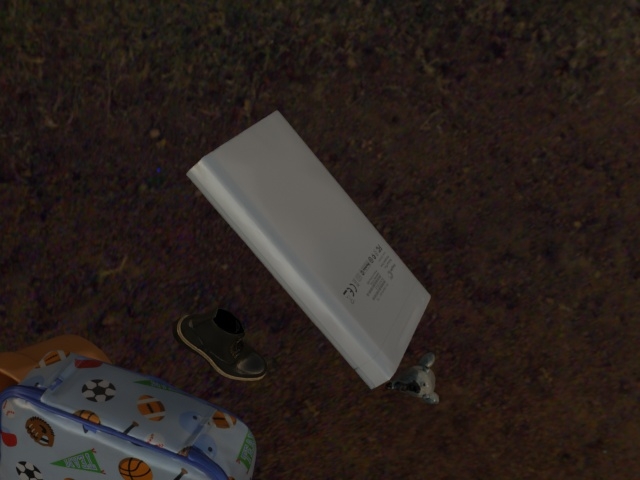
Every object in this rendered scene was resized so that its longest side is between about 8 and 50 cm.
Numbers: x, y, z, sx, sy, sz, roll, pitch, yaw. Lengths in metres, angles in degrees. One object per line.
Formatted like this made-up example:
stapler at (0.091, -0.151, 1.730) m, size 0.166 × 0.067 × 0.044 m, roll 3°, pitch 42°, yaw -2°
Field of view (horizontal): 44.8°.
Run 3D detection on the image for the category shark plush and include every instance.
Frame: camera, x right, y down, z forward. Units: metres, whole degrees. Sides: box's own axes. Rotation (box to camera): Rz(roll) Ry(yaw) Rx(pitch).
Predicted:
shark plush at (0.122, 0.205, 1.074) m, size 0.067 × 0.161 × 0.073 m, roll -7°, pitch 93°, yaw 15°

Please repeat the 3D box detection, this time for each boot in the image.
boot at (-0.148, 0.187, 1.373) m, size 0.198 × 0.137 × 0.076 m, roll 31°, pitch 57°, yaw -28°

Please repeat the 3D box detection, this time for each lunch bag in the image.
lunch bag at (-0.227, 0.276, 0.900) m, size 0.304 × 0.243 × 0.115 m, roll 22°, pitch 28°, yaw 8°

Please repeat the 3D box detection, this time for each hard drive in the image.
hard drive at (0.000, 0.000, 1.043) m, size 0.353 × 0.047 × 0.233 m, roll 50°, pitch 31°, yaw -6°

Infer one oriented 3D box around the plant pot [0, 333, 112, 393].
plant pot at (-0.546, 0.323, 1.577) m, size 0.291 × 0.291 × 0.203 m, roll 45°, pitch 39°, yaw 2°
